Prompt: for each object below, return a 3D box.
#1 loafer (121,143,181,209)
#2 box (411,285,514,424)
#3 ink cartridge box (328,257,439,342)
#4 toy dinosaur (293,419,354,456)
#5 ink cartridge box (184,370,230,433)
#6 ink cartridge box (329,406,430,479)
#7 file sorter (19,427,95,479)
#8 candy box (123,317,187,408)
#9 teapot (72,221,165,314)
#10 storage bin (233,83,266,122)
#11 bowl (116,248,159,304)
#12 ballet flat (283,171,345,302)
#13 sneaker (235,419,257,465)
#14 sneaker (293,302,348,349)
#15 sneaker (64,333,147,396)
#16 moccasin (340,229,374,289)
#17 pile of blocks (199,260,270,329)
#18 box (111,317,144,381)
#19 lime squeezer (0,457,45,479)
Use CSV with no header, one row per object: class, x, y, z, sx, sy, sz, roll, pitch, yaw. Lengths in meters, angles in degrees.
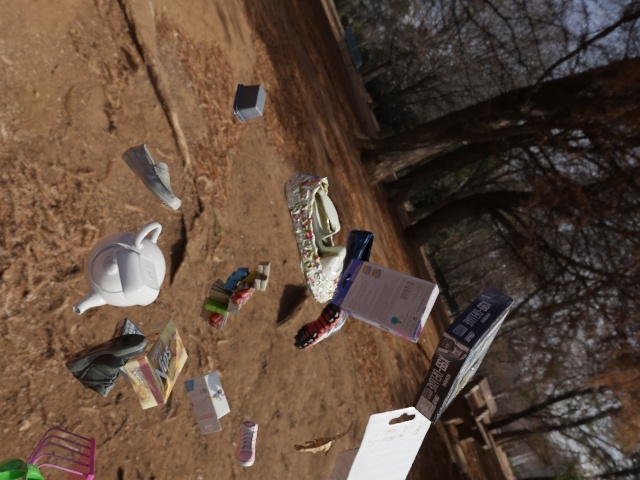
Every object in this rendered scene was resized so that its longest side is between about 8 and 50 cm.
loafer,-0.615,-0.244,1.623,0.319,0.111,0.112,46,-12,15
box,0.366,0.297,1.131,0.076,0.242,0.308,34,-47,30
ink cartridge box,0.198,0.182,1.398,0.186,0.311,0.065,-60,147,-19
toy dinosaur,0.020,0.670,1.438,0.112,0.211,0.064,97,-27,-57
ink cartridge box,-0.373,0.541,1.454,0.061,0.104,0.181,-9,77,-59
ink cartridge box,0.218,0.716,1.534,0.091,0.308,0.385,41,-58,52
file sorter,-0.926,0.817,1.513,0.182,0.202,0.290,33,-13,-23
candy box,-0.590,0.435,1.585,0.316,0.087,0.183,-100,173,-76
teapot,-0.608,0.082,1.338,0.187,0.252,0.256,137,-53,-80
storage bin,-0.259,-0.516,1.633,0.098,0.091,0.135,50,43,-60
bowl,-0.479,0.095,1.159,0.142,0.053,0.142,81,-8,-72
ballet flat,0.000,0.000,0.740,0.091,0.077,0.241,-44,124,-54
sneaker,-0.193,0.521,1.136,0.134,0.050,0.070,-127,-136,-80
sneaker,0.010,0.374,1.847,0.135,0.276,0.098,31,20,-50
sneaker,-0.555,0.336,1.177,0.087,0.227,0.130,-102,169,-72
moccasin,0.158,0.109,1.785,0.137,0.116,0.342,36,55,-59
pile of blocks,-0.335,0.204,1.632,0.149,0.362,0.113,43,15,-12
box,-0.821,0.474,1.878,0.183,0.059,0.233,59,7,-33
lime squeezer,-0.554,0.458,0.784,0.110,0.310,0.059,-65,155,-48
